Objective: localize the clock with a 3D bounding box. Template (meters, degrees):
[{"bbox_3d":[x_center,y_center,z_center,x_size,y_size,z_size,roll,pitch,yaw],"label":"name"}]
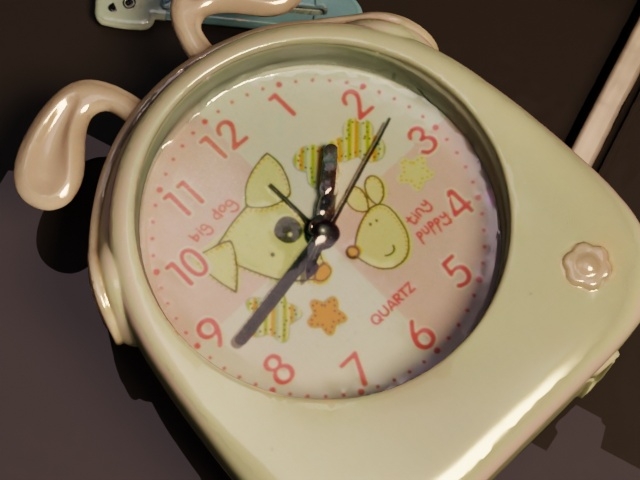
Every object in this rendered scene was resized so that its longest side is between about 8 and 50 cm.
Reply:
[{"bbox_3d":[0.000,0.000,0.586,0.151,0.062,0.191,-42,78,-13],"label":"clock"}]

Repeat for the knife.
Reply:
[{"bbox_3d":[-0.032,-0.085,0.638,0.096,0.010,0.027,6,73,-1],"label":"knife"}]
